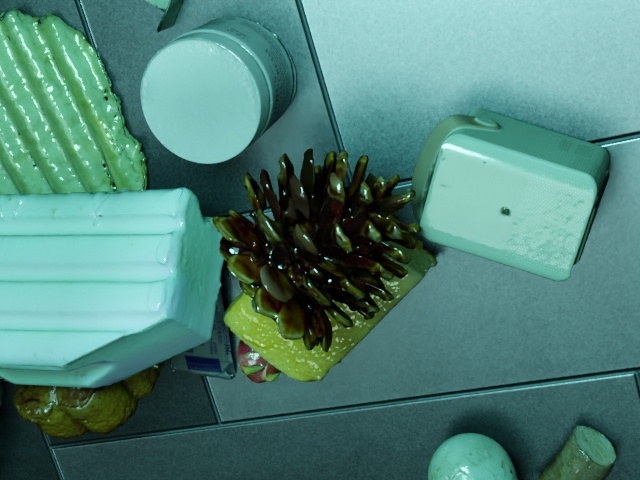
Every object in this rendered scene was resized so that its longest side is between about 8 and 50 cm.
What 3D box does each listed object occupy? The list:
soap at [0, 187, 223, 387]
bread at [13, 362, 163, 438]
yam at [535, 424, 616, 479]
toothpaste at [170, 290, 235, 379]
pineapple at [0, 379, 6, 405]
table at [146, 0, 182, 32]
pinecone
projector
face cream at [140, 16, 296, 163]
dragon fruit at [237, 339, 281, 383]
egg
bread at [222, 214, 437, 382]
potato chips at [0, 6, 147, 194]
[{"bbox_3d":[-0.376,0.071,1.779,0.446,0.156,0.261,-1,69,20],"label":"soap"},{"bbox_3d":[-0.350,0.188,1.895,0.232,0.247,0.135,-5,133,30],"label":"bread"},{"bbox_3d":[0.364,0.338,1.793,0.084,0.084,0.127,33,120,5],"label":"yam"},{"bbox_3d":[-0.194,0.091,1.910,0.099,0.068,0.283,25,131,43],"label":"toothpaste"},{"bbox_3d":[-0.623,0.294,2.053,0.222,0.223,0.357,31,110,6],"label":"pineapple"},{"bbox_3d":[-0.247,-0.404,1.734,0.146,0.062,0.175,31,117,6],"label":"table"},{"bbox_3d":[0.002,-0.003,1.587,0.264,0.264,0.264,7,112,17],"label":"pinecone"},{"bbox_3d":[0.244,-0.067,1.627,0.242,0.177,0.163,17,112,11],"label":"projector"},{"bbox_3d":[-0.139,-0.211,1.721,0.177,0.153,0.177,7,114,16],"label":"face cream"},{"bbox_3d":[-0.090,0.180,1.902,0.056,0.060,0.083,-19,101,28],"label":"dragon fruit"},{"bbox_3d":[0.229,0.361,1.817,0.131,0.131,0.164,-28,97,26],"label":"egg"},{"bbox_3d":[0.011,0.067,1.798,0.184,0.114,0.275,41,118,-3],"label":"bread"},{"bbox_3d":[-0.447,-0.131,1.908,0.358,0.070,0.429,-20,104,21],"label":"potato chips"}]
